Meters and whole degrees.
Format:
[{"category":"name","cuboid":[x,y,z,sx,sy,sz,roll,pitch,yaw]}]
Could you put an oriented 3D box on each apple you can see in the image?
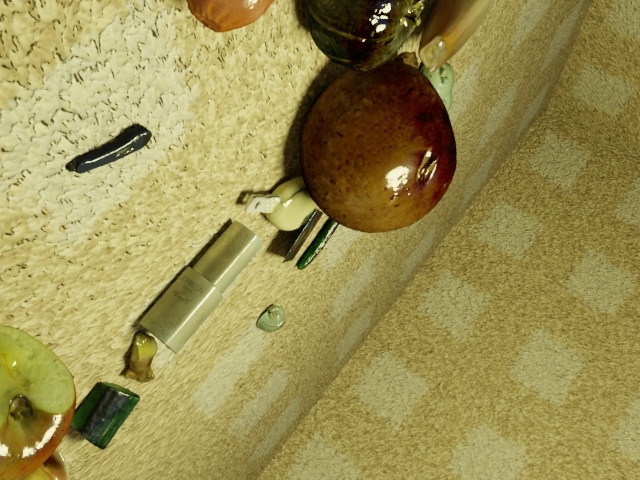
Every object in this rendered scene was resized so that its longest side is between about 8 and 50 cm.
[{"category":"apple","cuboid":[-0.393,0.203,0.784,0.195,0.173,0.160,-11,130,-60]}]

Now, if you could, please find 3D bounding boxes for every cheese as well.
[{"category":"cheese","cuboid":[-0.079,-0.073,1.295,0.127,0.054,0.251,-60,161,15]}]

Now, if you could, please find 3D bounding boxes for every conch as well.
[{"category":"conch","cuboid":[-0.123,0.205,1.670,0.076,0.056,0.085,-33,153,-23]}]

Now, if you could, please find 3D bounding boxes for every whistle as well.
[{"category":"whistle","cuboid":[0.278,-0.363,1.629,0.092,0.110,0.244,-17,152,-9]}]

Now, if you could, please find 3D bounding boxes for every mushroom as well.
[{"category":"mushroom","cuboid":[0.104,-0.213,1.292,0.334,0.356,0.331,-27,149,4]}]

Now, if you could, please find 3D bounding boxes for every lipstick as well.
[{"category":"lipstick","cuboid":[-0.210,0.079,1.186,0.253,0.079,0.077,-52,160,-16]}]

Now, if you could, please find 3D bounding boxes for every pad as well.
[{"category":"pad","cuboid":[-0.038,-0.009,1.504,0.143,0.003,0.211,-56,177,3]}]

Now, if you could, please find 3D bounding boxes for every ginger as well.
[{"category":"ginger","cuboid":[-0.325,0.221,1.201,0.057,0.044,0.137,-63,175,-48]}]

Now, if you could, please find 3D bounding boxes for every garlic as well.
[{"category":"garlic","cuboid":[0.288,-0.470,1.419,0.318,0.112,0.143,-61,179,-33]}]

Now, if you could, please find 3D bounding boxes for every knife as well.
[{"category":"knife","cuboid":[-0.261,-0.111,0.819,0.121,0.018,0.031,-39,163,-41]}]

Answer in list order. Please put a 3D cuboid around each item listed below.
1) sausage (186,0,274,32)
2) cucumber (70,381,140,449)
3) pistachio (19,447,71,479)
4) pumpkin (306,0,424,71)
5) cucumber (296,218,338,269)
[{"category":"sausage","cuboid":[-0.064,-0.357,0.748,0.259,0.113,0.113,-58,162,8]},{"category":"cucumber","cuboid":[-0.385,0.315,1.183,0.115,0.062,0.116,-56,164,-11]},{"category":"pistachio","cuboid":[-0.448,0.411,0.984,0.187,0.187,0.299,-35,157,-47]},{"category":"pumpkin","cuboid":[0.083,-0.373,1.009,0.238,0.159,0.238,-51,160,-27]},{"category":"cucumber","cuboid":[0.000,0.000,1.658,0.184,0.033,0.036,-54,-173,-3]}]
